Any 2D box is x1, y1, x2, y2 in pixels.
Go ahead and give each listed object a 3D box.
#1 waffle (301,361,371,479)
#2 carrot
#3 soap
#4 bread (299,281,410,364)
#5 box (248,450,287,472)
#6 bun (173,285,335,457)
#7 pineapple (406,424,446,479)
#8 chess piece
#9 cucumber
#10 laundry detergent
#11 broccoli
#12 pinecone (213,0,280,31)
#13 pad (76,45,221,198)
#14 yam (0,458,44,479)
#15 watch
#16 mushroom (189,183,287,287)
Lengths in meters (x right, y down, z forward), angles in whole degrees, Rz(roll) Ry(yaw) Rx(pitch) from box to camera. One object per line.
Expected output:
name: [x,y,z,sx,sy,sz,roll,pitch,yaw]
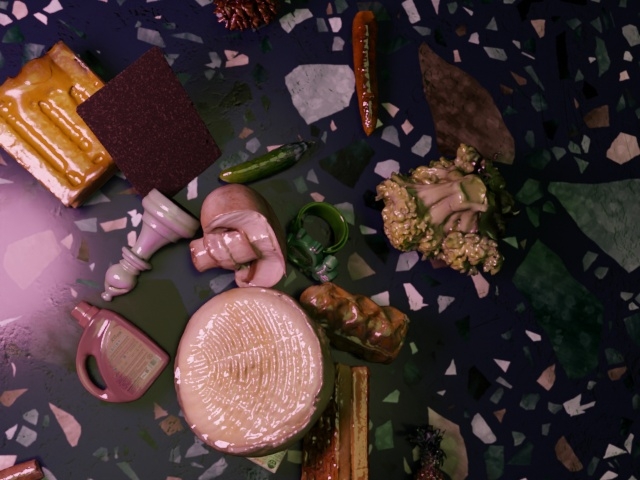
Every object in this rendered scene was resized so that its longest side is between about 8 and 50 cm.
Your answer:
waffle: [0.031,0.425,1.561,0.091,0.213,0.307,6,81,-21]
carrot: [0.116,-0.416,1.752,0.066,0.066,0.314,-2,88,-13]
soap: [-0.559,-0.251,1.536,0.281,0.143,0.259,45,79,-4]
bread: [0.071,0.192,1.633,0.268,0.130,0.152,23,111,-9]
box: [-0.138,0.463,1.605,0.125,0.043,0.089,33,78,-8]
bun: [-0.133,0.287,1.525,0.364,0.202,0.364,-5,73,16]
pineapple: [0.252,0.555,1.663,0.103,0.083,0.221,3,81,-13]
chess piece: [-0.399,0.026,1.563,0.139,0.139,0.271,37,88,-7]
cucumber: [-0.122,-0.187,1.673,0.250,0.056,0.056,-24,90,-11]
laundry detergent: [-0.468,0.251,1.537,0.237,0.076,0.171,38,78,-6]
broccoli: [0.309,-0.096,1.644,0.348,0.281,0.293,21,81,-10]
pinecone: [-0.176,-0.572,1.658,0.174,0.173,0.173,1,84,-13]
pad: [-0.363,-0.234,1.531,0.220,0.330,0.004,-43,49,-15]
yam: [-0.709,0.522,1.469,0.241,0.057,0.056,-17,88,-16]
watch: [0.000,0.000,1.661,0.165,0.131,0.152,37,59,-2]
mushroom: [-0.187,-0.017,1.574,0.195,0.189,0.253,-20,124,9]
